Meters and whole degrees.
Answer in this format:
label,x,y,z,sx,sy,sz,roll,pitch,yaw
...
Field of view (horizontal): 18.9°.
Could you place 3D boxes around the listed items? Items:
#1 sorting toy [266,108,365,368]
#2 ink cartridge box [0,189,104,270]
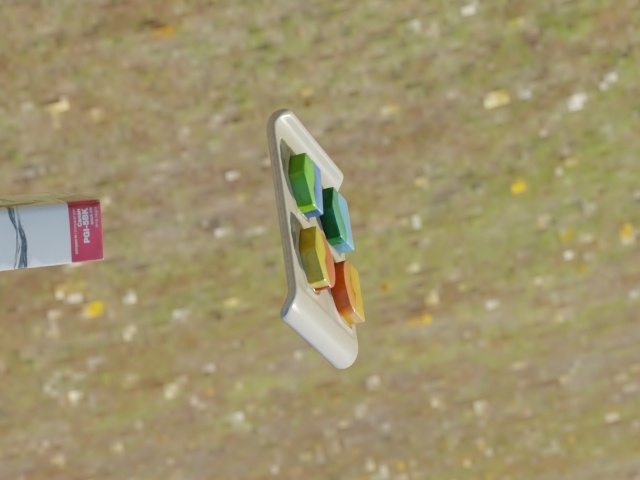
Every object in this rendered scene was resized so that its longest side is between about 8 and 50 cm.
label,x,y,z,sx,sy,sz,roll,pitch,yaw
sorting toy,0.000,0.000,1.845,0.038,0.208,0.193,-10,157,15
ink cartridge box,-0.269,-0.008,1.675,0.135,0.056,0.099,-6,-171,-27
